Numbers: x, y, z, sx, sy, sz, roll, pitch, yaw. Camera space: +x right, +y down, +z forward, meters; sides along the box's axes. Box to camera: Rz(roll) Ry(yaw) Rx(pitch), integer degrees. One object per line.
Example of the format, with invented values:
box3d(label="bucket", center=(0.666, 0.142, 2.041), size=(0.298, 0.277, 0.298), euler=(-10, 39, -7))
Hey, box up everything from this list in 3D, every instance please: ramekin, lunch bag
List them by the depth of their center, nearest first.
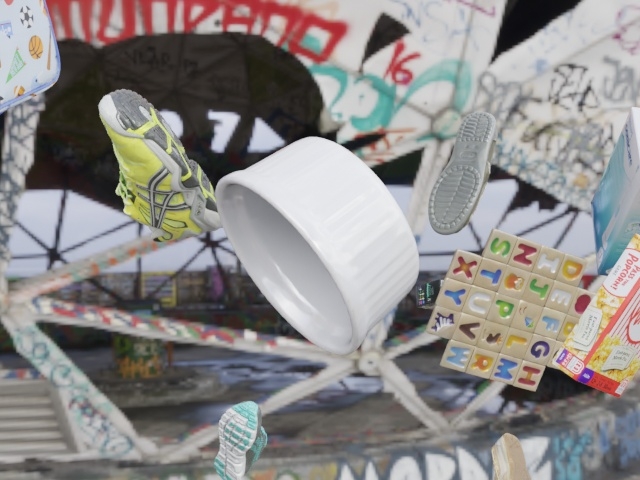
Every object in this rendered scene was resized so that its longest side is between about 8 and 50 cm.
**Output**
box3d(label="ramekin", center=(0.000, 0.000, 1.151), size=(0.135, 0.277, 0.277), euler=(-37, 15, -21))
box3d(label="lunch bag", center=(-0.538, -0.308, 1.383), size=(0.114, 0.243, 0.303), euler=(0, 24, 19))

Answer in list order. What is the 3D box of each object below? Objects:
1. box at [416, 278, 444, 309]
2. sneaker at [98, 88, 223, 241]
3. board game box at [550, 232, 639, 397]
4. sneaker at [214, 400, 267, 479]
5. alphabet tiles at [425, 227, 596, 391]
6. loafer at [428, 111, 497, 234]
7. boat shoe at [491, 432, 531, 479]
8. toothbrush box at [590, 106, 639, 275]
box3d(label="box", center=(0.259, 0.119, 1.948), size=(0.062, 0.052, 0.083), euler=(9, -19, -32))
box3d(label="sneaker", center=(-0.284, -0.101, 1.499), size=(0.147, 0.145, 0.385), euler=(-27, -34, 1))
box3d(label="board game box", center=(0.394, 0.101, 1.139), size=(0.146, 0.194, 0.045), euler=(23, 10, -48))
box3d(label="sneaker", center=(-0.111, 0.290, 1.320), size=(0.065, 0.167, 0.076), euler=(35, 41, 20))
box3d(label="alphabet tiles", center=(0.379, 0.141, 1.726), size=(0.342, 0.285, 0.011), euler=(17, 8, -21))
box3d(label="loafer", center=(0.279, -0.115, 1.655), size=(0.094, 0.251, 0.087), euler=(15, -17, 33))
box3d(label="boat shoe", center=(0.365, 0.458, 1.703), size=(0.063, 0.170, 0.059), euler=(25, -49, -21))
box3d(label="toothbrush box", center=(0.663, -0.091, 1.822), size=(0.126, 0.216, 0.296), euler=(7, -41, 3))
